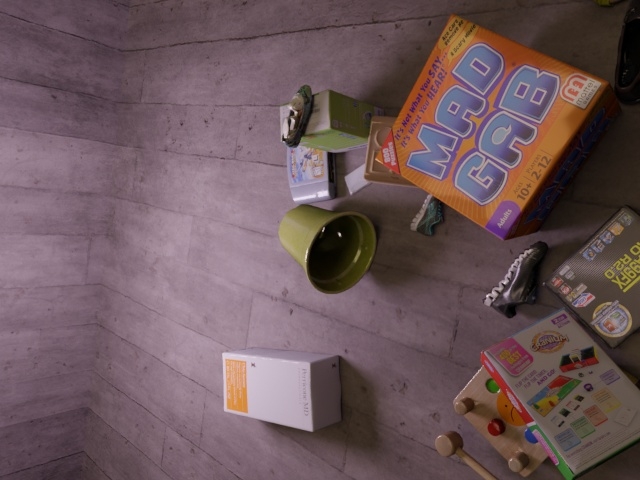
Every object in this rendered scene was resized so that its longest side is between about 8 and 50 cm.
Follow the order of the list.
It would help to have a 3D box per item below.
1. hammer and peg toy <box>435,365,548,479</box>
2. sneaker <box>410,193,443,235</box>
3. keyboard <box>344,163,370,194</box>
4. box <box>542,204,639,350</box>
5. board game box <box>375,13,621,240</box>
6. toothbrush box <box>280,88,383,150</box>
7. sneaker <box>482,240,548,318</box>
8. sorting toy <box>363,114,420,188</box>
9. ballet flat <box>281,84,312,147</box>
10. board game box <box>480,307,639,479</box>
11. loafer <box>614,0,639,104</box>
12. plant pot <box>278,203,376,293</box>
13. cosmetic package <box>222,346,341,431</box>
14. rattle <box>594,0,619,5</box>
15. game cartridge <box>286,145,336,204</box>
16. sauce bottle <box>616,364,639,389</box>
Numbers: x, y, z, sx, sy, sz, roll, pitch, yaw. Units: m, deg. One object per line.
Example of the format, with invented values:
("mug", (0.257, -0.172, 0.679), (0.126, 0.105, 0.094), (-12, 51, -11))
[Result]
("hammer and peg toy", (0.484, 0.473, 1.348), (0.266, 0.127, 0.361), (44, 116, 30))
("sneaker", (0.337, -0.085, 1.538), (0.076, 0.065, 0.166), (35, 115, 18))
("keyboard", (0.182, -0.238, 1.698), (0.256, 0.014, 0.072), (-31, 65, 36))
("box", (0.701, 0.086, 1.211), (0.216, 0.060, 0.270), (52, 120, 29))
("board game box", (0.425, -0.251, 1.230), (0.356, 0.356, 0.356), (37, 113, 25))
("toothbrush box", (0.041, -0.365, 1.641), (0.206, 0.283, 0.122), (-4, 85, 41))
("sneaker", (0.531, 0.110, 1.350), (0.106, 0.078, 0.234), (46, 121, 28))
("sorting toy", (0.239, -0.272, 1.591), (0.193, 0.038, 0.208), (8, 92, 11))
("ballet flat", (-0.072, -0.364, 1.510), (0.070, 0.070, 0.188), (18, 100, 39))
("board game box", (0.560, 0.337, 1.180), (0.242, 0.064, 0.316), (-25, 52, -6))
("loafer", (0.734, -0.467, 1.170), (0.109, 0.095, 0.303), (17, 100, 41))
("plant pot", (0.000, 0.000, 1.710), (0.254, 0.276, 0.276), (31, 109, 49))
("cosmetic package", (-0.149, 0.521, 1.868), (0.453, 0.161, 0.230), (-6, 85, 40))
("rattle", (0.687, -0.657, 1.192), (0.200, 0.142, 0.130), (-49, 39, 37))
("game cartridge", (-0.035, -0.282, 1.859), (0.198, 0.062, 0.297), (-6, 85, 36))
("sauce bottle", (0.721, 0.336, 1.200), (0.128, 0.042, 0.042), (37, 113, 37))
